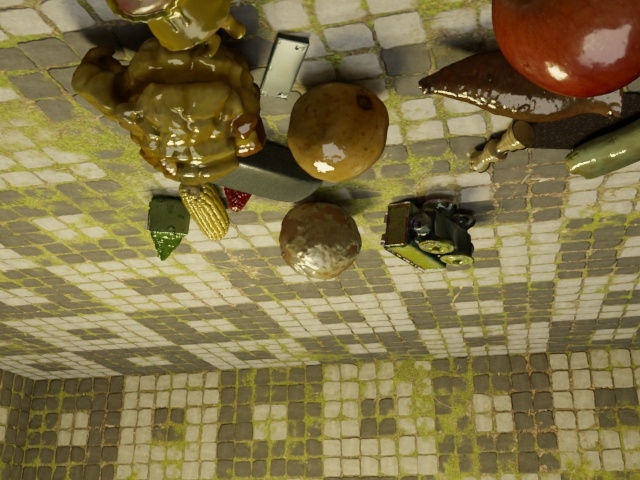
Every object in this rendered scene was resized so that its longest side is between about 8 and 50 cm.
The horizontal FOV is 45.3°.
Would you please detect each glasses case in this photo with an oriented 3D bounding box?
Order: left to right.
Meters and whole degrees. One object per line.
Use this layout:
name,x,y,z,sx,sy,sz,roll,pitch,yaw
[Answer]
glasses case,-0.154,-0.158,1.606,0.323,0.074,0.131,14,155,-32

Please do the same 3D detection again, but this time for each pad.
pad,0.578,-0.231,1.517,0.330,0.004,0.220,2,158,-5

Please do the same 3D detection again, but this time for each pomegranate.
pomegranate,0.025,-0.195,1.396,0.196,0.196,0.196,0,158,0

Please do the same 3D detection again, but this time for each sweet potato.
sweet potato,0.334,-0.259,1.289,0.337,0.131,0.131,-2,158,9

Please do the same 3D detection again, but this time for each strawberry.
strawberry,-0.183,-0.106,1.731,0.073,0.083,0.073,-3,167,-1

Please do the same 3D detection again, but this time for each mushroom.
mushroom,0.624,-0.197,1.495,0.100,0.081,0.312,17,157,-30

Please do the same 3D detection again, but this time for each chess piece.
chess piece,0.361,-0.184,1.567,0.060,0.060,0.172,10,157,-23

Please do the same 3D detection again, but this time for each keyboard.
keyboard,-0.065,-0.298,1.333,0.055,0.014,0.176,6,158,-13

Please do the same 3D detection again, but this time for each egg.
egg,0.000,0.000,1.852,0.195,0.194,0.233,-11,170,26

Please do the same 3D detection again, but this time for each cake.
cake,-0.367,-0.021,1.913,0.099,0.100,0.235,2,158,-5

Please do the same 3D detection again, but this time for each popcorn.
popcorn,-0.237,-0.225,1.262,0.332,0.225,0.265,20,158,-16

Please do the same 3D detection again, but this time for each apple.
apple,0.349,-0.315,0.985,0.206,0.251,0.272,30,163,-26

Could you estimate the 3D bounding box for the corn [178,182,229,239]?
corn,-0.268,-0.078,1.800,0.081,0.081,0.248,-2,157,6

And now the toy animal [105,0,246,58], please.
toy animal,-0.203,-0.348,1.061,0.156,0.156,0.230,-13,145,30

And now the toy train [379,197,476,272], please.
toy train,0.277,-0.013,1.903,0.177,0.134,0.261,-6,158,36
